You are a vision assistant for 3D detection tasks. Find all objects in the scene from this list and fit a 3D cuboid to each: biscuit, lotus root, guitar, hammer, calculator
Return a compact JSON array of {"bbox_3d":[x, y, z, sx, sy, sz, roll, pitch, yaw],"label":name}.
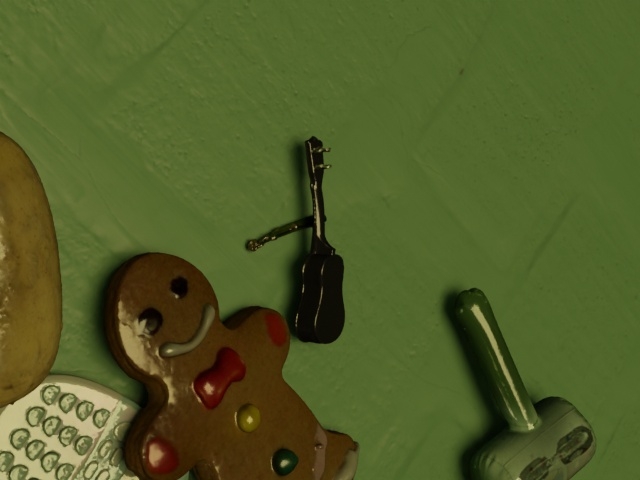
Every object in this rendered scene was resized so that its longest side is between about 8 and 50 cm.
[{"bbox_3d":[-0.108,0.200,1.212,0.283,0.064,0.432,-45,114,-40],"label":"biscuit"},{"bbox_3d":[-0.353,0.004,1.023,0.169,0.151,0.343,-8,96,-35],"label":"lotus root"},{"bbox_3d":[0.002,-0.001,1.316,0.084,0.038,0.271,-6,97,-62],"label":"guitar"},{"bbox_3d":[0.271,0.226,1.490,0.206,0.119,0.336,-29,98,-32],"label":"hammer"},{"bbox_3d":[-0.253,0.272,1.155,0.295,0.042,0.184,43,66,-24],"label":"calculator"}]

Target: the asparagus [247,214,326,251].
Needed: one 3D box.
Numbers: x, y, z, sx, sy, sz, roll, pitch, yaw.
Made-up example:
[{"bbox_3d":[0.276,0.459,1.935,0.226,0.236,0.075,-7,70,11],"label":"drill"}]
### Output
[{"bbox_3d":[-0.044,-0.012,1.322,0.127,0.015,0.018,-22,101,-33],"label":"asparagus"}]
